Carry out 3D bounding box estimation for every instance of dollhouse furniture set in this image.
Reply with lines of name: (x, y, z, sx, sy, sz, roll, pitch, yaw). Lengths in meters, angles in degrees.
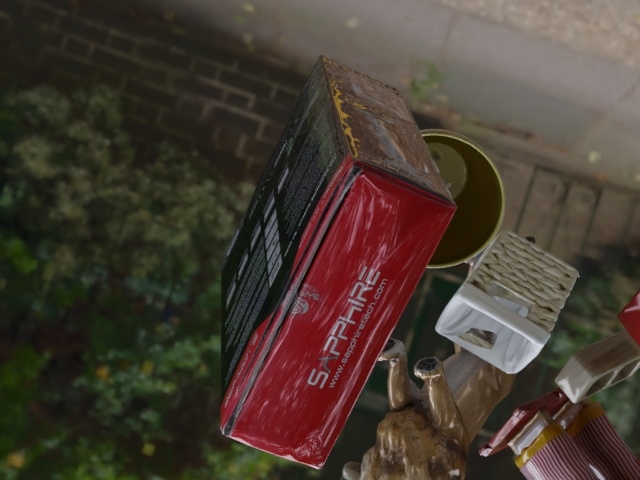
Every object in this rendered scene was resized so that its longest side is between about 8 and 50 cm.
dollhouse furniture set: (0.378, 0.218, 1.820, 0.152, 0.374, 0.201, -19, -119, -37)

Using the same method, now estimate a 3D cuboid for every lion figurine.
lion figurine: (0.168, 0.183, 1.811, 0.142, 0.392, 0.240, 16, 132, 40)

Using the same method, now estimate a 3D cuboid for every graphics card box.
graphics card box: (0.000, 0.000, 1.219, 0.094, 0.232, 0.371, 22, -165, -12)

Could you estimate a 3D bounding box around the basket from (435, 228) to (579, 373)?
basket: (0.212, 0.070, 1.677, 0.113, 0.103, 0.167, 31, 163, 4)

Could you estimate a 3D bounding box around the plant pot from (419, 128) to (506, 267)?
plant pot: (0.110, -0.053, 1.426, 0.134, 0.134, 0.095, 19, -160, -2)
